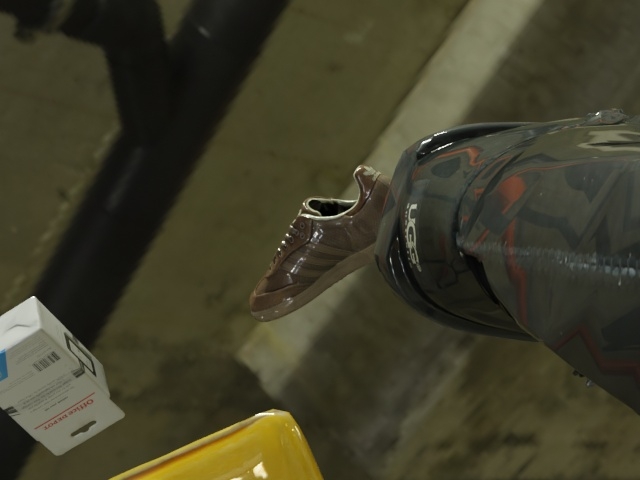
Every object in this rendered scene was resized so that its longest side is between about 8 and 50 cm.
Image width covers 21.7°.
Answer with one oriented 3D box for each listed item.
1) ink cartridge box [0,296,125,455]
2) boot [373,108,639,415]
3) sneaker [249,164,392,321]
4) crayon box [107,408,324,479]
[{"bbox_3d":[-0.146,0.074,0.889,0.048,0.028,0.083,-31,-49,7],"label":"ink cartridge box"},{"bbox_3d":[0.238,0.007,0.658,0.367,0.445,0.146,-4,-88,-10],"label":"boot"},{"bbox_3d":[0.000,0.000,1.370,0.188,0.071,0.066,-32,7,35],"label":"sneaker"},{"bbox_3d":[0.004,0.175,0.379,0.083,0.323,0.203,-24,-20,-9],"label":"crayon box"}]
